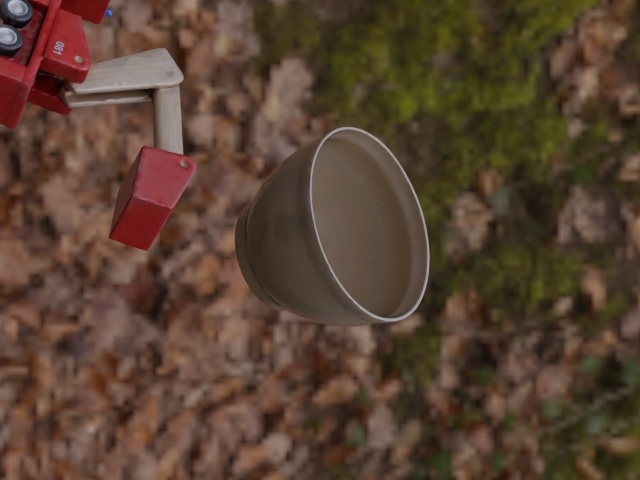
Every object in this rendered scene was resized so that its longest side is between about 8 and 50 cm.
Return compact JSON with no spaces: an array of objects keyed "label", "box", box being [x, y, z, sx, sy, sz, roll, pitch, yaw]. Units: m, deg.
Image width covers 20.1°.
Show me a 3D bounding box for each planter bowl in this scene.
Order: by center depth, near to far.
[{"label":"planter bowl","box":[0.000,0.000,1.482,0.162,0.109,0.162,27,54,-45]}]

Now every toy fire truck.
[{"label":"toy fire truck","box":[-0.132,-0.098,1.070,0.047,0.135,0.192,125,-18,-49]}]
